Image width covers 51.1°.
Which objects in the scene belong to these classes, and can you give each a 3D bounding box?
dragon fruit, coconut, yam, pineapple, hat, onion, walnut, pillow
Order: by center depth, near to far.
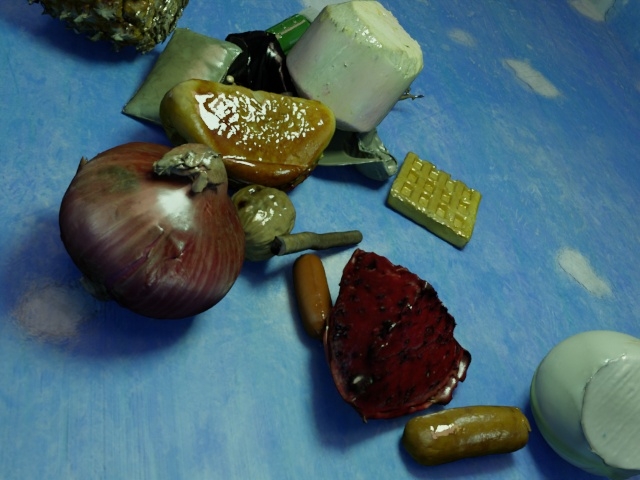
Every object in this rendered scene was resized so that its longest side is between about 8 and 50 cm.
[{"bbox_3d":[-0.301,-0.025,1.194,0.353,0.353,0.354,16,45,-17],"label":"onion"},{"bbox_3d":[0.132,0.219,1.340,0.228,0.286,0.329,22,-14,42],"label":"dragon fruit"},{"bbox_3d":[-0.132,-0.039,1.400,0.155,0.155,0.184,34,42,2],"label":"walnut"},{"bbox_3d":[0.000,0.000,1.447,0.045,0.045,0.327,4,6,31],"label":"yam"},{"bbox_3d":[-0.486,-0.612,1.591,0.300,0.352,0.352,33,42,-2],"label":"pineapple"},{"bbox_3d":[-0.325,-0.391,1.611,0.185,0.075,0.302,20,64,7],"label":"pillow"},{"bbox_3d":[0.071,-0.422,1.670,0.297,0.309,0.297,28,38,-24],"label":"coconut"},{"bbox_3d":[0.076,-0.221,1.755,0.244,0.149,0.214,-14,44,7],"label":"hat"}]

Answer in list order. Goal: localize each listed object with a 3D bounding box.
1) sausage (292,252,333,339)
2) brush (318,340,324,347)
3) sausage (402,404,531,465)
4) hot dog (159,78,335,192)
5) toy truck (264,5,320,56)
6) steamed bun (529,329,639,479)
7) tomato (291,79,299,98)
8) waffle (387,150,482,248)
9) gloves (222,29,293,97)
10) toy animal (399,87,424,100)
[{"bbox_3d":[-0.014,0.116,1.377,0.076,0.076,0.197,6,49,-26],"label":"sausage"},{"bbox_3d":[0.071,0.213,1.384,0.164,0.014,0.051,6,47,-25],"label":"brush"},{"bbox_3d":[0.284,0.375,1.294,0.270,0.109,0.109,1,51,-26],"label":"sausage"},{"bbox_3d":[-0.157,-0.215,1.500,0.405,0.185,0.223,3,81,-29],"label":"hot dog"},{"bbox_3d":[-0.085,-0.579,1.914,0.242,0.125,0.101,-36,67,-26],"label":"toy truck"},{"bbox_3d":[0.578,0.332,1.403,0.309,0.309,0.309,16,45,-17],"label":"steamed bun"},{"bbox_3d":[-0.013,-0.411,1.852,0.228,0.101,0.228,8,67,-20],"label":"tomato"},{"bbox_3d":[0.307,-0.111,1.791,0.248,0.055,0.221,31,42,-2],"label":"waffle"},{"bbox_3d":[-0.160,-0.398,1.715,0.197,0.152,0.301,-4,58,9],"label":"gloves"},{"bbox_3d":[0.202,-0.433,2.007,0.219,0.086,0.069,1,70,-1],"label":"toy animal"}]
